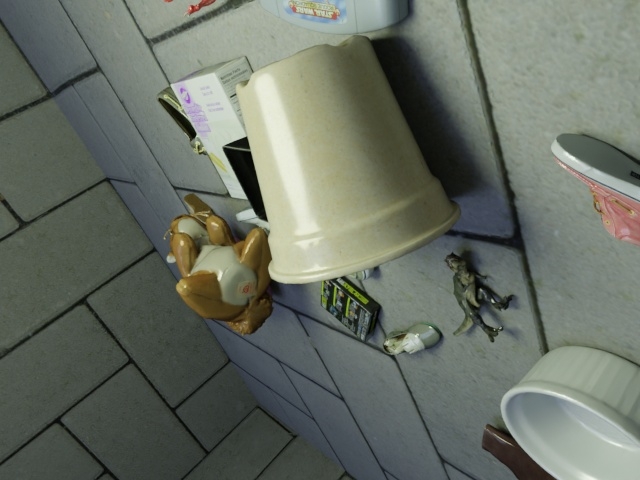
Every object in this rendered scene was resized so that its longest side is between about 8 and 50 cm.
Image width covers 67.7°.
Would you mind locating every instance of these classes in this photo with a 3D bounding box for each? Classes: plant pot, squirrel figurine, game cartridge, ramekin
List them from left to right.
[{"bbox_3d":[-0.317,0.095,1.461,0.370,0.281,0.397,27,154,42],"label":"squirrel figurine"},{"bbox_3d":[-0.061,-0.148,1.002,0.187,0.167,0.188,20,140,51],"label":"plant pot"},{"bbox_3d":[-0.004,-0.414,0.705,0.297,0.062,0.198,29,143,36],"label":"game cartridge"},{"bbox_3d":[0.021,-0.141,0.774,0.334,0.334,0.305,1,114,57],"label":"plant pot"},{"bbox_3d":[0.470,0.313,0.818,0.277,0.135,0.277,36,150,25],"label":"ramekin"}]

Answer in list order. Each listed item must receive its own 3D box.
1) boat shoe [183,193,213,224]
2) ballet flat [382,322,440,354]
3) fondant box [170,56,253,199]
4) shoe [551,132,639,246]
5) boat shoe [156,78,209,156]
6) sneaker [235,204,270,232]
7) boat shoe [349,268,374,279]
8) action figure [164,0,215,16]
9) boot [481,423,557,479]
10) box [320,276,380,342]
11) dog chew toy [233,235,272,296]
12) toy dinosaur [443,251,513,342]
[{"bbox_3d":[-0.450,-0.108,1.789,0.170,0.063,0.059,46,158,29],"label":"boat shoe"},{"bbox_3d":[0.224,0.260,1.207,0.072,0.068,0.213,50,153,0],"label":"ballet flat"},{"bbox_3d":[-0.203,-0.257,1.167,0.238,0.096,0.330,13,135,50],"label":"fondant box"},{"bbox_3d":[0.357,-0.058,0.589,0.178,0.063,0.081,35,145,20],"label":"shoe"},{"bbox_3d":[-0.329,-0.292,1.320,0.305,0.091,0.109,56,154,-11],"label":"boat shoe"},{"bbox_3d":[-0.158,-0.063,1.350,0.258,0.094,0.091,-1,120,57],"label":"sneaker"},{"bbox_3d":[0.000,0.000,1.186,0.302,0.094,0.109,43,153,14],"label":"boat shoe"},{"bbox_3d":[-0.265,-0.496,0.916,0.280,0.139,0.091,19,142,42],"label":"action figure"},{"bbox_3d":[0.472,0.497,1.102,0.207,0.090,0.248,29,150,33],"label":"boot"},{"bbox_3d":[0.079,0.186,1.364,0.184,0.045,0.190,40,153,25],"label":"box"},{"bbox_3d":[-0.304,0.129,1.727,0.207,0.207,0.331,12,127,51],"label":"dog chew toy"},{"bbox_3d":[0.302,0.125,0.926,0.118,0.064,0.268,33,152,43],"label":"toy dinosaur"}]
